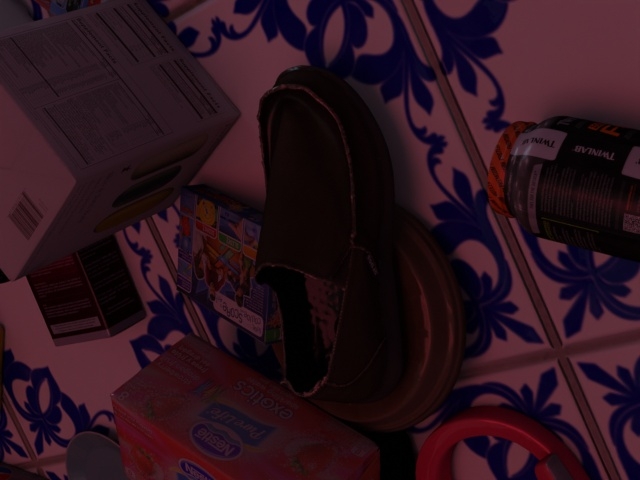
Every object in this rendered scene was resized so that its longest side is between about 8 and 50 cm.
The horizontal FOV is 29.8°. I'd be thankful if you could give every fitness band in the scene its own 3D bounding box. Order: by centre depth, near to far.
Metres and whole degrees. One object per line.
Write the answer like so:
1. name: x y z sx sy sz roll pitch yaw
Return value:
1. fitness band: 0.223 0.320 1.333 0.209 0.054 0.290 -27 92 45

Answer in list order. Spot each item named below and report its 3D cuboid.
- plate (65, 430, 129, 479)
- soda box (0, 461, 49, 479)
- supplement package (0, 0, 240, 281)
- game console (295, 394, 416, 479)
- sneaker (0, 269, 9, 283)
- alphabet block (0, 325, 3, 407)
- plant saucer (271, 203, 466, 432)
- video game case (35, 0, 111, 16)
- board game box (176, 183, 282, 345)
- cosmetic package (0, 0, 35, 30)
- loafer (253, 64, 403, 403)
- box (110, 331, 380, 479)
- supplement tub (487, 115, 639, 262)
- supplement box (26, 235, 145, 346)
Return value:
1. plate: -0.307 0.365 1.789 0.188 0.024 0.188 17 120 33
2. soda box: -0.554 0.415 1.969 0.263 0.083 0.092 9 116 35
3. supplement package: -0.277 -0.123 1.372 0.198 0.263 0.199 50 132 8
4. game console: -0.037 0.259 1.512 0.361 0.044 0.213 -10 104 41
5. sneaker: -0.419 -0.020 1.586 0.075 0.057 0.161 46 135 35
6. alphabet block: -0.627 0.197 1.851 0.197 0.193 0.192 29 127 25
7. plant saucer: 0.036 0.084 1.340 0.278 0.041 0.277 10 106 38
8. video game case: -0.345 -0.395 1.460 0.285 0.025 0.204 38 129 19
9. board game box: -0.103 0.024 1.405 0.201 0.035 0.136 26 117 49
10. cosmetic package: -0.511 -0.174 1.603 0.197 0.155 0.365 45 133 5
11. loafer: 0.000 0.000 1.240 0.134 0.130 0.365 -10 92 40
12. box: -0.087 0.257 1.399 0.300 0.142 0.154 28 137 30
13. supplement tub: 0.256 -0.047 1.085 0.190 0.117 0.117 16 120 32
14. supplement box: -0.341 0.016 1.619 0.130 0.073 0.239 -12 104 41
